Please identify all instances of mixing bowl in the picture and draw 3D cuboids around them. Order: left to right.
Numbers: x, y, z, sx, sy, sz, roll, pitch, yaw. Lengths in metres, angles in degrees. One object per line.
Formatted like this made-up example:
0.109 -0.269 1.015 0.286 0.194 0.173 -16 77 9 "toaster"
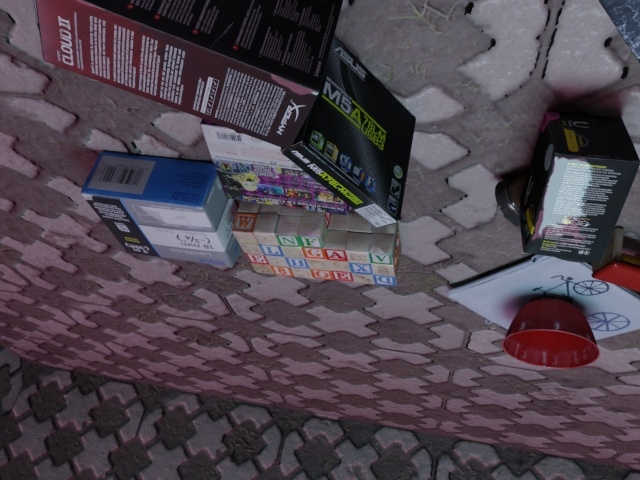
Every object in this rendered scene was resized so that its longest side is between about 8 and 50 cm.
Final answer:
0.465 0.178 1.193 0.182 0.098 0.181 11 149 6 "mixing bowl"

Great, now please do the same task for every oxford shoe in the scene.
0.386 -0.033 0.934 0.227 0.082 0.096 29 146 -28 "oxford shoe"

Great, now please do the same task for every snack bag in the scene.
0.483 0.132 1.241 0.343 0.037 0.323 28 148 -20 "snack bag"

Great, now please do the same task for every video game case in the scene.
-0.066 -0.126 0.991 0.232 0.041 0.210 8 151 9 "video game case"

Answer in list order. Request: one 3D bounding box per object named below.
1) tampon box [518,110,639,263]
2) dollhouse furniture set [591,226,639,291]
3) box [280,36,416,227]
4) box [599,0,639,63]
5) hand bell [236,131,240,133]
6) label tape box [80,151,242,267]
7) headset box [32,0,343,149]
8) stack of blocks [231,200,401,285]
0.337 -0.072 0.789 0.102 0.120 0.160 8 128 8 "tampon box"
0.661 0.078 0.945 0.375 0.152 0.201 15 152 -5 "dollhouse furniture set"
0.046 -0.140 0.773 0.045 0.184 0.191 -14 141 44 "box"
0.353 -0.252 0.539 0.158 0.093 0.156 32 146 -34 "box"
0.010 -0.178 0.838 0.242 0.126 0.126 13 155 -30 "hand bell"
-0.286 -0.028 1.193 0.241 0.105 0.333 7 151 11 "label tape box"
-0.131 -0.252 0.606 0.294 0.217 0.110 18 151 -12 "headset box"
0.000 0.000 1.144 0.298 0.087 0.171 5 150 15 "stack of blocks"
